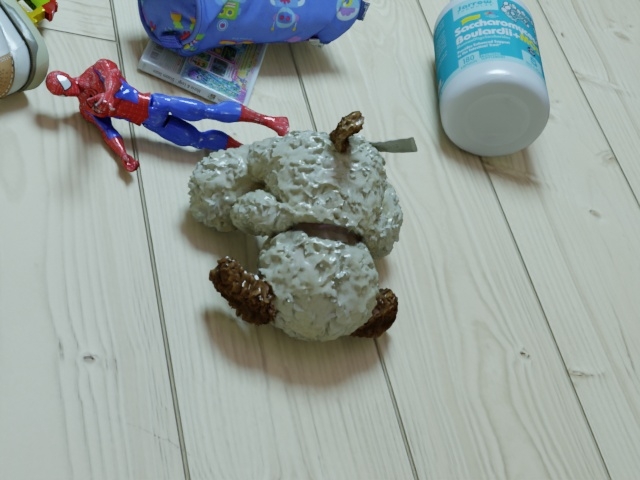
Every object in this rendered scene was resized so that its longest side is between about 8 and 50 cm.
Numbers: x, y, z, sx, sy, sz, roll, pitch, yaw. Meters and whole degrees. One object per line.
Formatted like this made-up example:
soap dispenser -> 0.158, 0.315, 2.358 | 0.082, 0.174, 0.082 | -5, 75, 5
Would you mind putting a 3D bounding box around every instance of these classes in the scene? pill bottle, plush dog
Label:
pill bottle -> 0.231, -0.250, 1.791 | 0.146, 0.146, 0.264 | 16, 42, -16
plush dog -> 0.000, 0.000, 1.388 | 0.262, 0.210, 0.225 | 10, 67, -23

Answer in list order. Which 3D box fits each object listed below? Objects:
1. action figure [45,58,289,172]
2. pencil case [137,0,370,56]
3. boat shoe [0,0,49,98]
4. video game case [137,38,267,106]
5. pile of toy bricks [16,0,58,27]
action figure -> -0.176, -0.124, 1.457 | 0.280, 0.091, 0.139 | 17, 33, -16
pencil case -> -0.084, -0.305, 1.654 | 0.306, 0.119, 0.133 | -12, 101, -41
boat shoe -> -0.434, -0.280, 1.448 | 0.302, 0.113, 0.103 | 45, 37, 15
video game case -> -0.147, -0.237, 1.650 | 0.143, 0.019, 0.157 | 23, 40, -9
pile of toy bricks -> -0.385, -0.359, 1.542 | 0.105, 0.118, 0.212 | -37, 73, -28
